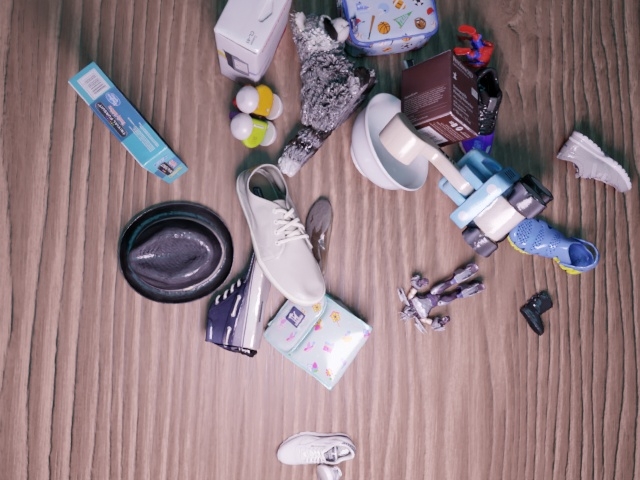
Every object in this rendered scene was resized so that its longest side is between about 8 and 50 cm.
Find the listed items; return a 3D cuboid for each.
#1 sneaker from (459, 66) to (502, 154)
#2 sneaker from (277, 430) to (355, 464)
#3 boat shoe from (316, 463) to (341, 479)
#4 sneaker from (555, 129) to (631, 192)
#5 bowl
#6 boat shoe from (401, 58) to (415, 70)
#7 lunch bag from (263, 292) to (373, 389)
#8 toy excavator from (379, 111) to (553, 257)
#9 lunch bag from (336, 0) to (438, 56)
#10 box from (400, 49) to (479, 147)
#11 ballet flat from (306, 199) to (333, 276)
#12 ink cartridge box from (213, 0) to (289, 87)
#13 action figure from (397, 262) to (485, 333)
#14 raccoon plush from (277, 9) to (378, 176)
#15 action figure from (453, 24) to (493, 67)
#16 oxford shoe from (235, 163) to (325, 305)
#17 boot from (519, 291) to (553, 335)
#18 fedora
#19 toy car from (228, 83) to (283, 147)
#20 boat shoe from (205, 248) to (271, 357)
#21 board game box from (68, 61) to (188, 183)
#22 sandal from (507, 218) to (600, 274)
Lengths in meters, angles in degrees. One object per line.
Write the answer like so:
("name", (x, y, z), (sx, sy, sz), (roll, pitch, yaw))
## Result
("sneaker", (0.502, -0.396, 1.470), (0.102, 0.146, 0.293), (0, 89, -7))
("sneaker", (-0.012, 0.633, 1.425), (0.235, 0.095, 0.090), (-7, 92, -6))
("boat shoe", (0.030, 0.694, 1.398), (0.063, 0.184, 0.066), (-21, 53, -17))
("sneaker", (0.898, -0.243, 1.563), (0.281, 0.105, 0.115), (36, 119, -10))
("bowl", (0.184, -0.272, 1.407), (0.298, 0.134, 0.297), (17, 66, -43))
("boat shoe", (0.292, -0.512, 1.497), (0.038, 0.046, 0.125), (-16, 83, -2))
("lunch bag", (-0.009, 0.269, 1.399), (0.262, 0.160, 0.223), (36, 88, 7))
("toy excavator", (0.401, -0.181, 1.363), (0.445, 0.433, 0.222), (48, 121, 12))
("lunch bag", (0.195, -0.703, 1.452), (0.304, 0.115, 0.243), (-9, 89, -8))
("box", (0.348, -0.402, 1.389), (0.169, 0.167, 0.203), (18, 70, -43))
("ballet flat", (0.000, 0.000, 1.454), (0.084, 0.058, 0.249), (1, 83, 28))
("ink cartridge box", (-0.181, -0.577, 1.303), (0.131, 0.306, 0.226), (26, 86, -7))
("action figure", (0.365, 0.174, 1.477), (0.285, 0.099, 0.185), (-29, 98, -3))
("raccoon plush", (-0.053, -0.448, 1.378), (0.299, 0.216, 0.446), (43, 85, 1))
("action figure", (0.440, -0.588, 1.445), (0.139, 0.280, 0.091), (23, 110, 29))
("oxford shoe", (-0.110, -0.027, 1.337), (0.169, 0.130, 0.449), (-15, 74, -38))
("boot", (0.718, 0.236, 1.548), (0.099, 0.045, 0.121), (-36, 94, -9))
("fedora", (-0.416, 0.038, 1.347), (0.334, 0.152, 0.333), (0, 89, -8))
("toy car", (-0.207, -0.368, 1.390), (0.136, 0.159, 0.181), (21, 103, 32))
("boat shoe", (-0.240, 0.159, 1.390), (0.158, 0.127, 0.340), (7, 78, 9))
("board game box", (-0.484, -0.287, 1.247), (0.079, 0.336, 0.253), (-40, 94, -6))
("sandal", (0.751, 0.013, 1.507), (0.318, 0.138, 0.126), (21, 89, -5))
